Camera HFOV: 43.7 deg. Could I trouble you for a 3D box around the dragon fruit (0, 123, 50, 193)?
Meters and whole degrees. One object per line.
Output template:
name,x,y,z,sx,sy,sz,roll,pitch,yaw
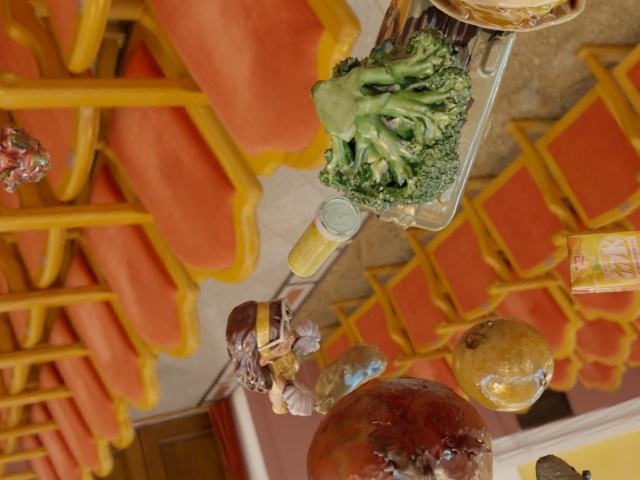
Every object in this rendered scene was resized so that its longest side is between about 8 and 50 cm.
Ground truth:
dragon fruit,-0.714,-0.196,1.825,0.135,0.137,0.236,-44,170,-4

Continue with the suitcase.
suitcase,0.155,-0.207,1.203,0.194,0.351,0.339,17,-169,-7

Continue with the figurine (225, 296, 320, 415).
figurine,-0.072,0.185,1.244,0.116,0.174,0.240,-10,136,16

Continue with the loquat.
loquat,0.262,0.175,1.143,0.141,0.141,0.141,-16,158,-7

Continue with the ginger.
ginger,0.050,0.249,1.478,0.190,0.095,0.069,-29,-157,-36

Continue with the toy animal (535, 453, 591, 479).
toy animal,0.318,0.368,0.918,0.070,0.252,0.079,-31,159,25

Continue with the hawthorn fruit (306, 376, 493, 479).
hawthorn fruit,0.118,0.352,1.243,0.316,0.316,0.316,-16,158,-7

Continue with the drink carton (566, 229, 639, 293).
drink carton,0.525,0.032,1.317,0.223,0.096,0.071,-6,169,17

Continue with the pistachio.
pistachio,0.199,-0.322,0.905,0.157,0.229,0.157,-53,163,-23

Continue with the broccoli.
broccoli,0.072,-0.122,0.812,0.195,0.195,0.156,-30,156,26

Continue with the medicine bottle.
medicine bottle,0.000,0.000,1.357,0.074,0.074,0.218,-10,162,-22
